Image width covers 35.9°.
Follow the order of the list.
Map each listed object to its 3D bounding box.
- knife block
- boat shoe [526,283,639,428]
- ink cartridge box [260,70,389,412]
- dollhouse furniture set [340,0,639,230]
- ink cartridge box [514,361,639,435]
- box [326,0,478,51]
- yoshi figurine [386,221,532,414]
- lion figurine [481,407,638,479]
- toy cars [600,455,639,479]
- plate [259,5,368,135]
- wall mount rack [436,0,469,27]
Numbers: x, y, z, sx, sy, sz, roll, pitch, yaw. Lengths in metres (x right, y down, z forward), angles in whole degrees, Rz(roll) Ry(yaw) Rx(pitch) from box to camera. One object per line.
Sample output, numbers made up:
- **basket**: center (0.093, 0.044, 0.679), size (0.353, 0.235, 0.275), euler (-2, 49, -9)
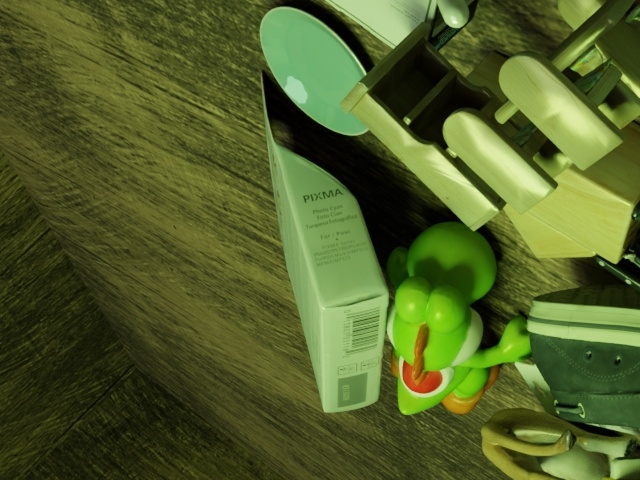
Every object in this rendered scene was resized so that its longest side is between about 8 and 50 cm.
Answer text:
- **knife block**: center (0.271, -0.062, 0.921), size (0.275, 0.088, 0.242), euler (53, 155, -16)
- **boat shoe**: center (0.377, 0.135, 0.911), size (0.500, 0.187, 0.156), euler (3, 99, 64)
- **ink cartridge box**: center (0.000, 0.000, 1.359), size (0.308, 0.091, 0.385), euler (87, 170, -57)
- **dollhouse furniture set**: center (0.151, -0.139, 0.784), size (0.161, 0.212, 0.242), euler (44, 145, -1)
- **ink cartridge box**: center (0.341, 0.177, 1.226), size (0.180, 0.060, 0.104), euler (4, 134, 57)
- **box**: center (0.070, -0.306, 0.855), size (0.169, 0.087, 0.290), euler (38, 155, 16)
- **yoshi figurine**: center (0.171, 0.094, 1.301), size (0.362, 0.203, 0.203), euler (71, -178, -67)
- **lion figurine**: center (0.305, 0.282, 1.281), size (0.240, 0.142, 0.392), euler (18, 162, 44)
- **toy cars**: center (0.390, 0.261, 1.048), size (0.176, 0.394, 0.087), euler (-4, 85, 42)
- **plate**: center (0.002, -0.209, 1.206), size (0.188, 0.024, 0.188), euler (37, 156, 20)
- **wall mount rack**: center (-0.002, -0.302, 0.708), size (0.304, 0.130, 0.350), euler (24, 149, 40)
